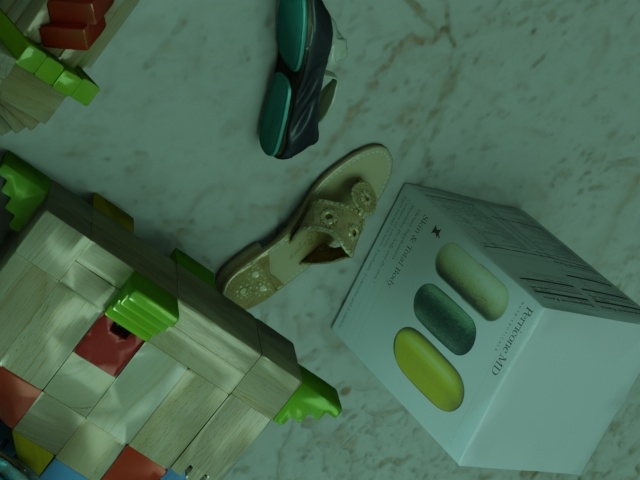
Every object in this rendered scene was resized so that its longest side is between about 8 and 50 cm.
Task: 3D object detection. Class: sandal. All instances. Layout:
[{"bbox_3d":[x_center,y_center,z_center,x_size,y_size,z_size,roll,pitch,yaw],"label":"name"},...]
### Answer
[{"bbox_3d":[0.003,0.004,1.581,0.240,0.079,0.088,-39,134,-5],"label":"sandal"}]

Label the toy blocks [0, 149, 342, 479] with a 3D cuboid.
[{"bbox_3d":[-0.212,0.136,1.414,0.381,0.191,0.261,35,102,-17],"label":"toy blocks"}]

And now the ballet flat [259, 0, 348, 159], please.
[{"bbox_3d":[-0.012,-0.169,1.457,0.074,0.074,0.203,-11,132,-28],"label":"ballet flat"}]

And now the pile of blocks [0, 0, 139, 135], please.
[{"bbox_3d":[-0.296,-0.113,1.271,0.362,0.112,0.149,-34,134,-9],"label":"pile of blocks"}]

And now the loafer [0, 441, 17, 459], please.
[{"bbox_3d":[-0.243,0.173,1.520,0.302,0.095,0.109,-30,135,-14],"label":"loafer"}]

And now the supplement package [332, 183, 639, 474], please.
[{"bbox_3d":[0.189,0.097,1.646,0.198,0.263,0.199,11,113,-39],"label":"supplement package"}]

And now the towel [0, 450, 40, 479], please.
[{"bbox_3d":[-0.477,0.220,1.324,0.370,0.040,0.271,36,99,-18],"label":"towel"}]
